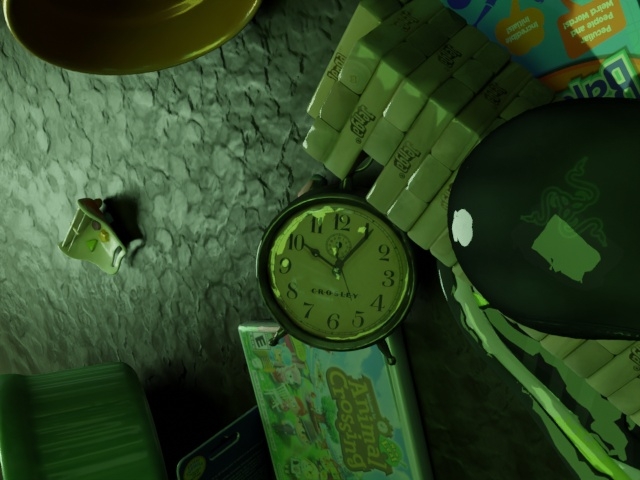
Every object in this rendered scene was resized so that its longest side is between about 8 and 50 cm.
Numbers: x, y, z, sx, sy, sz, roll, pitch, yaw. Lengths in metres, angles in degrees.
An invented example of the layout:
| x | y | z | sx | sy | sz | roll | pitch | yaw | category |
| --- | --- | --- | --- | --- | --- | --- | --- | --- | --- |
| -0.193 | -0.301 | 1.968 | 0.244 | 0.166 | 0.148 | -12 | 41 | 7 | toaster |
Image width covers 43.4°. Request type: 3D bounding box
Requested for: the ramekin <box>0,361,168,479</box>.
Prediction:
| x | y | z | sx | sy | sz | roll | pitch | yaw | category |
| --- | --- | --- | --- | --- | --- | --- | --- | --- | --- |
| -0.255 | 0.281 | 0.889 | 0.303 | 0.148 | 0.304 | 169 | 90 | -70 | ramekin |

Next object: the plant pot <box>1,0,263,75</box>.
| x | y | z | sx | sy | sz | roll | pitch | yaw | category |
| --- | --- | --- | --- | --- | --- | --- | --- | --- | --- |
| -0.165 | -0.269 | 0.656 | 0.205 | 0.205 | 0.188 | -32 | 68 | 44 | plant pot |

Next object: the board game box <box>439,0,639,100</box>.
| x | y | z | sx | sy | sz | roll | pitch | yaw | category |
| --- | --- | --- | --- | --- | --- | --- | --- | --- | --- |
| 0.136 | -0.133 | 0.521 | 0.160 | 0.047 | 0.210 | -18 | 94 | 44 | board game box |

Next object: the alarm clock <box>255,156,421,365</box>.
| x | y | z | sx | sy | sz | roll | pitch | yaw | category |
| --- | --- | --- | --- | --- | --- | --- | --- | --- | --- |
| 0.018 | 0.001 | 0.645 | 0.129 | 0.064 | 0.192 | 8 | 109 | 10 | alarm clock |

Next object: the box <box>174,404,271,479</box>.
| x | y | z | sx | sy | sz | roll | pitch | yaw | category |
| --- | --- | --- | --- | --- | --- | --- | --- | --- | --- |
| -0.099 | 0.292 | 0.826 | 0.036 | 0.136 | 0.226 | 7 | 109 | 33 | box |

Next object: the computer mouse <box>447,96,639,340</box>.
| x | y | z | sx | sy | sz | roll | pitch | yaw | category |
| --- | --- | --- | --- | --- | --- | --- | --- | --- | --- |
| 0.198 | -0.014 | 0.372 | 0.272 | 0.072 | 0.189 | 1 | 87 | 4 | computer mouse |

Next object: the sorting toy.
| x | y | z | sx | sy | sz | roll | pitch | yaw | category |
| --- | --- | --- | --- | --- | --- | --- | --- | --- | --- |
| -0.255 | -0.001 | 0.929 | 0.075 | 0.045 | 0.083 | 46 | 130 | 10 | sorting toy |

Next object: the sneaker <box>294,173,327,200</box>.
| x | y | z | sx | sy | sz | roll | pitch | yaw | category |
| --- | --- | --- | --- | --- | --- | --- | --- | --- | --- |
| 0.000 | 0.000 | 0.704 | 0.057 | 0.047 | 0.119 | 16 | 118 | 13 | sneaker |

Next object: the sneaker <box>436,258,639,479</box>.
| x | y | z | sx | sy | sz | roll | pitch | yaw | category |
| --- | --- | --- | --- | --- | --- | --- | --- | --- | --- |
| 0.179 | 0.078 | 0.558 | 0.097 | 0.084 | 0.235 | -41 | 77 | 18 | sneaker |

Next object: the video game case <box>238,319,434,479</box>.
| x | y | z | sx | sy | sz | roll | pitch | yaw | category |
| --- | --- | --- | --- | --- | --- | --- | --- | --- | --- |
| 0.015 | 0.178 | 0.761 | 0.193 | 0.023 | 0.213 | -5 | 102 | 43 | video game case |

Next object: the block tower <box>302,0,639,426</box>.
| x | y | z | sx | sy | sz | roll | pitch | yaw | category |
| --- | --- | --- | --- | --- | --- | --- | --- | --- | --- |
| 0.141 | -0.008 | 0.475 | 0.335 | 0.091 | 0.097 | 39 | 138 | 7 | block tower |
